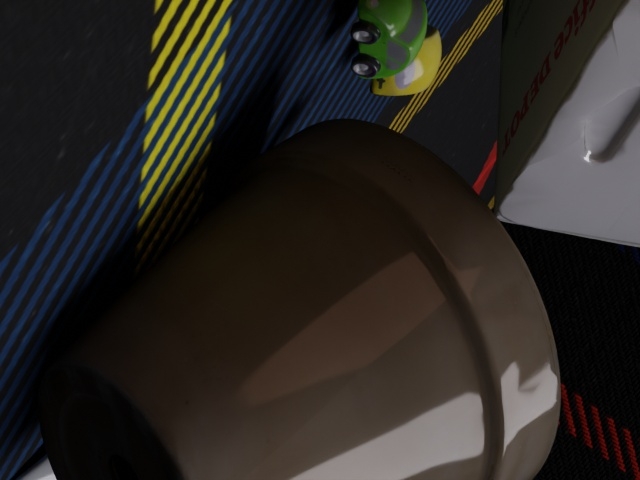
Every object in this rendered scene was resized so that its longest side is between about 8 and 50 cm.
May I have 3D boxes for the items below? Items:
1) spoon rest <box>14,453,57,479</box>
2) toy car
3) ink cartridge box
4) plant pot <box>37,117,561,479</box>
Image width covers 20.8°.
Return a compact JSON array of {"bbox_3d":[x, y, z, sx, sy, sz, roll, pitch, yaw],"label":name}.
[{"bbox_3d":[-0.209,0.205,1.365,0.137,0.084,0.276,-59,-176,30],"label":"spoon rest"},{"bbox_3d":[0.056,-0.129,1.360,0.225,0.053,0.239,87,16,-60],"label":"toy car"},{"bbox_3d":[0.240,-0.229,1.212,0.285,0.166,0.395,113,-15,-58],"label":"ink cartridge box"},{"bbox_3d":[-0.036,0.109,1.255,0.280,0.323,0.323,-28,158,-35],"label":"plant pot"}]
